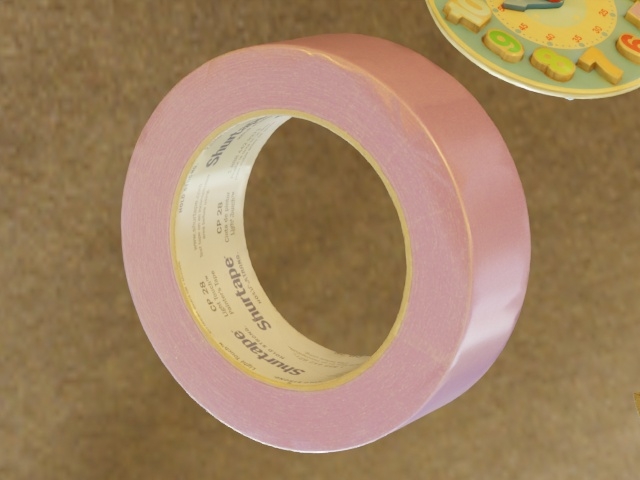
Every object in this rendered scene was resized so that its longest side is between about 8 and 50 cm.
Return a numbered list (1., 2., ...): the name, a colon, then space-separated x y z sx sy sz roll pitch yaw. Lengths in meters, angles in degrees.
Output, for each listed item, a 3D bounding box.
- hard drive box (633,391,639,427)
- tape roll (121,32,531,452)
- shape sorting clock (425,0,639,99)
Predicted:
1. hard drive box: 0.448 0.263 2.122 0.181 0.089 0.232 -13 116 7
2. tape roll: 0.000 0.000 1.334 0.275 0.275 0.090 -48 164 30
3. shape sorting clock: 0.183 -0.190 1.565 0.206 0.206 0.040 1 136 -10
